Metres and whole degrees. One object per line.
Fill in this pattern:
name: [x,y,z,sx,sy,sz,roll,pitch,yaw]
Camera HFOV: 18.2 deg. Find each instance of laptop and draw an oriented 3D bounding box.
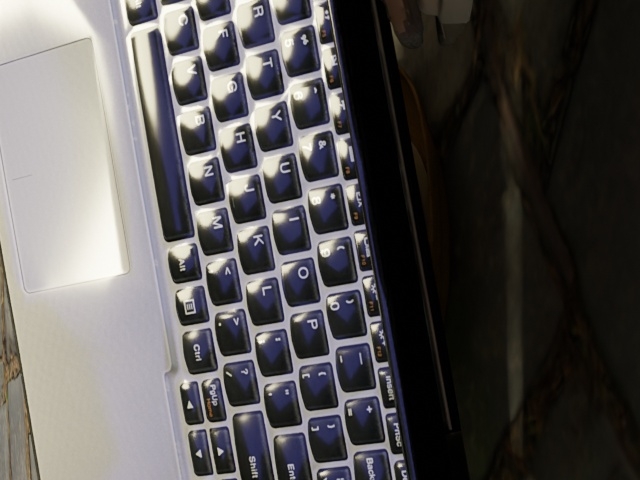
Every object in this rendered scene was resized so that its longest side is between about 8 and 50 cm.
laptop: [-0.075,-0.033,0.806,0.408,0.236,0.382,-11,87,39]

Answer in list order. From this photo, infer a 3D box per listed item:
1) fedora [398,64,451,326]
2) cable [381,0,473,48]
fedora: [0.000,0.000,0.977,0.194,0.079,0.194,179,90,-73]
cable: [0.079,-0.221,0.688,0.257,0.089,0.257,119,147,-58]
